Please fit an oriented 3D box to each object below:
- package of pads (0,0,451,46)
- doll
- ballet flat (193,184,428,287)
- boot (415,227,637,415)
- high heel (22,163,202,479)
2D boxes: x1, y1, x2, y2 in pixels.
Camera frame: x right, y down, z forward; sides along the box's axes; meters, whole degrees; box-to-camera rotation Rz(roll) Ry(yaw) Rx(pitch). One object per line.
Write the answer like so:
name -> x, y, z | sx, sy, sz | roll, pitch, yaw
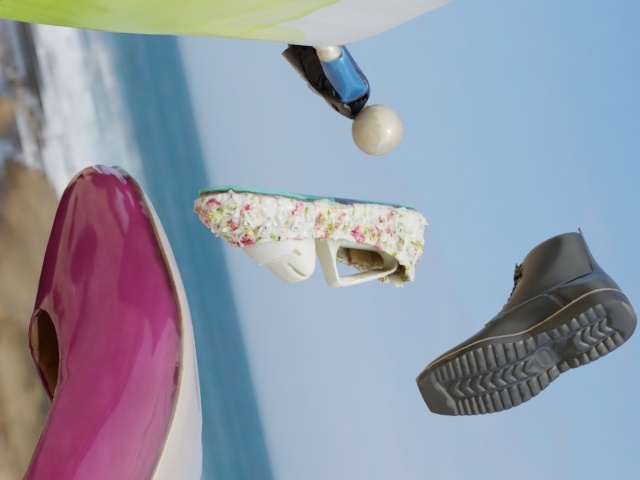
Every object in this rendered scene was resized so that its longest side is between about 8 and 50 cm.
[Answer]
package of pads -> -0.010, -0.165, 0.822 | 0.296, 0.229, 0.101 | -1, 77, -47
doll -> -0.005, -0.140, 1.326 | 0.189, 0.046, 0.129 | 57, -7, -2
ballet flat -> 0.000, 0.000, 1.573 | 0.091, 0.241, 0.077 | -14, -105, 50
boot -> 0.171, 0.072, 1.662 | 0.137, 0.198, 0.077 | -107, 176, -55
high heel -> -0.134, 0.110, 0.762 | 0.377, 0.181, 0.127 | -104, -171, -46
